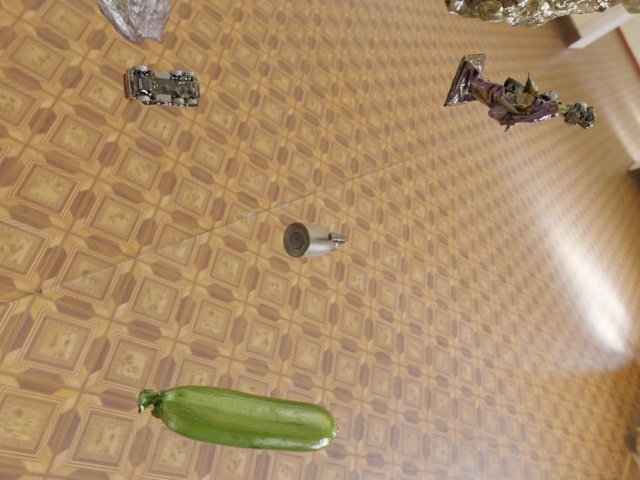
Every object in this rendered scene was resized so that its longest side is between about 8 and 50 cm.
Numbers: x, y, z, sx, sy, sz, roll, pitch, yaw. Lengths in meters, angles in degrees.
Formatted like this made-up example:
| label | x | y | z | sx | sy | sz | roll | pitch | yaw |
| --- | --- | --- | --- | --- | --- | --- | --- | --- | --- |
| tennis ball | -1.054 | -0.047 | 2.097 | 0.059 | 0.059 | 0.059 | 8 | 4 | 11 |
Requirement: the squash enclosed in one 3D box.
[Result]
| label | x | y | z | sx | sy | sz | roll | pitch | yaw |
| --- | --- | --- | --- | --- | --- | --- | --- | --- | --- |
| squash | -0.143 | 0.331 | 0.780 | 0.378 | 0.101 | 0.102 | 17 | 60 | -18 |

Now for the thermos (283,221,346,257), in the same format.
| label | x | y | z | sx | sy | sz | roll | pitch | yaw |
| --- | --- | --- | --- | --- | --- | --- | --- | --- | --- |
| thermos | 0.000 | 0.000 | 1.288 | 0.193 | 0.137 | 0.105 | 5 | 76 | -52 |

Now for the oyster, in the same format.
| label | x | y | z | sx | sy | sz | roll | pitch | yaw |
| --- | --- | --- | --- | --- | --- | --- | --- | --- | --- |
| oyster | 0.462 | -0.563 | 0.872 | 0.111 | 0.395 | 0.205 | 54 | 45 | -76 |

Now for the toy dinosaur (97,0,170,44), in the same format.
| label | x | y | z | sx | sy | sz | roll | pitch | yaw |
| --- | --- | --- | --- | --- | --- | --- | --- | --- | --- |
| toy dinosaur | -0.263 | -0.354 | 0.576 | 0.294 | 0.077 | 0.162 | -82 | 161 | -63 |

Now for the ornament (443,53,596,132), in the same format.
| label | x | y | z | sx | sy | sz | roll | pitch | yaw |
| --- | --- | --- | --- | --- | --- | --- | --- | --- | --- |
| ornament | 0.300 | -0.207 | 0.627 | 0.203 | 0.088 | 0.081 | 29 | 38 | 23 |

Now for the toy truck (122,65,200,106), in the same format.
| label | x | y | z | sx | sy | sz | roll | pitch | yaw |
| --- | --- | --- | --- | --- | --- | --- | --- | --- | --- |
| toy truck | -0.398 | -0.386 | 1.070 | 0.192 | 0.092 | 0.083 | -11 | 105 | -41 |
